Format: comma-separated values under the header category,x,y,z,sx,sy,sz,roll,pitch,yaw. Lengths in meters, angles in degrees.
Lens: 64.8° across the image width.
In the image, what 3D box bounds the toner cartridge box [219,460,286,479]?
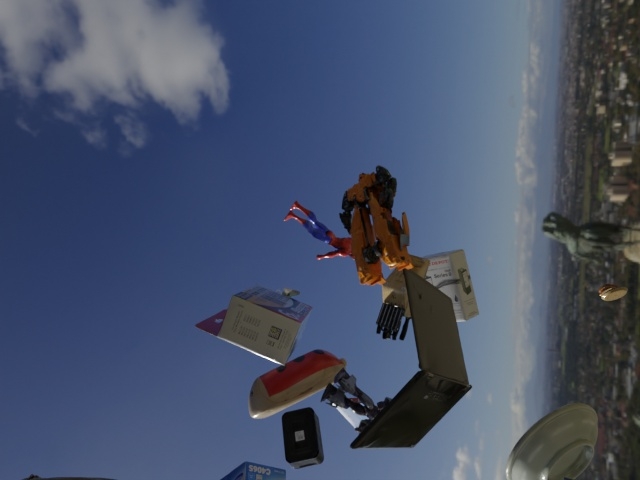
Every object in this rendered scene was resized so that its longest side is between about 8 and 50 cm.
category,x,y,z,sx,sy,sz,roll,pitch,yaw
toner cartridge box,-0.282,0.893,1.786,0.165,0.348,0.075,24,-141,-26

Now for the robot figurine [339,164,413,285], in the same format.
category,x,y,z,sx,sy,sz,roll,pitch,yaw
robot figurine,0.141,-0.043,1.288,0.085,0.211,0.291,12,-122,-35

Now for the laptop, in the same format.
category,x,y,z,sx,sy,sz,roll,pitch,yaw
laptop,0.242,0.340,1.383,0.408,0.236,0.382,-49,-38,7

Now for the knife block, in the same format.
category,x,y,z,sx,sy,sz,roll,pitch,yaw
knife block,0.290,0.215,1.773,0.275,0.088,0.242,-46,-39,-39

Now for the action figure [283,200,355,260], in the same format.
category,x,y,z,sx,sy,sz,roll,pitch,yaw
action figure,0.000,0.000,1.659,0.139,0.280,0.091,-50,10,46

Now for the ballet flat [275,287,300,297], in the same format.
category,x,y,z,sx,sy,sz,roll,pitch,yaw
ballet flat,-0.127,0.181,1.706,0.041,0.114,0.041,162,90,-81

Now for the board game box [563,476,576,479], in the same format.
category,x,y,z,sx,sy,sz,roll,pitch,yaw
board game box,0.617,0.767,1.178,0.302,0.086,0.308,52,-130,-39

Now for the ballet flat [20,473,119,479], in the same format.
category,x,y,z,sx,sy,sz,roll,pitch,yaw
ballet flat,-0.546,0.551,1.119,0.250,0.058,0.084,19,-75,-36

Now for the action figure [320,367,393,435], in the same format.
category,x,y,z,sx,sy,sz,roll,pitch,yaw
action figure,0.148,0.545,1.634,0.185,0.285,0.099,-56,0,21

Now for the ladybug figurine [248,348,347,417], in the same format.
category,x,y,z,sx,sy,sz,roll,pitch,yaw
ladybug figurine,-0.103,0.583,2.103,0.162,0.449,0.305,64,165,13

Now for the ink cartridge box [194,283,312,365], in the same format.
category,x,y,z,sx,sy,sz,roll,pitch,yaw
ink cartridge box,-0.183,0.224,1.487,0.309,0.272,0.130,-6,-63,-86

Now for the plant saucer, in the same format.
category,x,y,z,sx,sy,sz,roll,pitch,yaw
plant saucer,0.845,0.758,1.778,0.100,0.400,0.400,-129,20,-54

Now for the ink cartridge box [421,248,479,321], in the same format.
category,x,y,z,sx,sy,sz,roll,pitch,yaw
ink cartridge box,0.531,0.198,2.164,0.121,0.211,0.289,-11,-93,-45

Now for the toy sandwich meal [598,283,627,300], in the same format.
category,x,y,z,sx,sy,sz,roll,pitch,yaw
toy sandwich meal,0.908,0.159,1.568,0.085,0.085,0.029,57,-162,-53

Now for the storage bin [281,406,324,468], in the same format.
category,x,y,z,sx,sy,sz,roll,pitch,yaw
storage bin,-0.064,0.704,1.799,0.084,0.122,0.180,71,-173,-50

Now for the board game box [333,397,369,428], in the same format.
category,x,y,z,sx,sy,sz,roll,pitch,yaw
board game box,0.175,0.681,1.912,0.281,0.145,0.027,54,-140,-31
